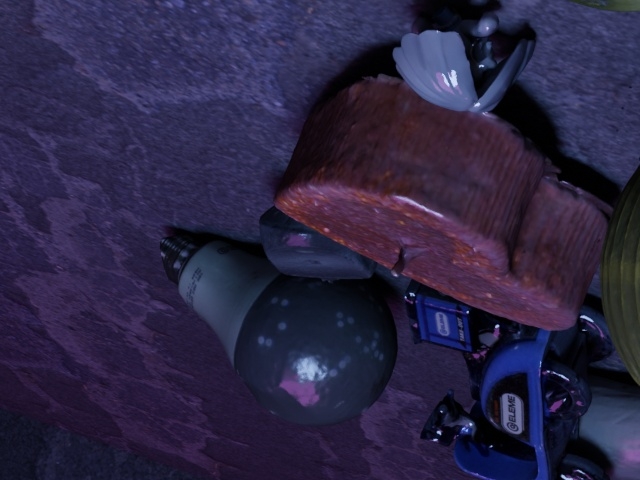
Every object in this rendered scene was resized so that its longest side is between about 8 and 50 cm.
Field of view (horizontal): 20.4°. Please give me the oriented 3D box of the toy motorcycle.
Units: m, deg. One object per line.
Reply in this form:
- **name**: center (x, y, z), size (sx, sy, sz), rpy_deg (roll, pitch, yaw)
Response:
- **toy motorcycle**: center (0.197, 0.159, 1.848), size (0.212, 0.125, 0.358), rpy_deg (14, 142, 22)

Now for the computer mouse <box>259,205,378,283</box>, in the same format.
- **computer mouse**: center (0.000, -0.006, 1.779), size (0.113, 0.068, 0.229), rpy_deg (4, 170, 9)

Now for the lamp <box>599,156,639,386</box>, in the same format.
- **lamp**: center (0.304, 0.026, 1.250), size (0.250, 0.250, 0.284), rpy_deg (28, 166, -24)

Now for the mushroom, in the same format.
- **mushroom**: center (0.382, 0.208, 1.934), size (0.159, 0.122, 0.328), rpy_deg (3, 177, -42)

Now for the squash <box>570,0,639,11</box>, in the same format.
- **squash**: center (0.111, -0.199, 1.082), size (0.250, 0.083, 0.083), rpy_deg (19, 162, 16)

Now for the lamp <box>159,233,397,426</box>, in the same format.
- **lamp**: center (-0.061, 0.078, 1.953), size (0.314, 0.182, 0.182), rpy_deg (32, 165, 12)

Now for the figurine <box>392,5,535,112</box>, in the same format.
- **figurine**: center (0.103, -0.137, 1.292), size (0.086, 0.082, 0.094), rpy_deg (38, 151, 0)

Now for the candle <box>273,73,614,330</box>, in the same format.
- **candle**: center (0.077, -0.027, 1.493), size (0.287, 0.131, 0.317), rpy_deg (17, 168, 34)
